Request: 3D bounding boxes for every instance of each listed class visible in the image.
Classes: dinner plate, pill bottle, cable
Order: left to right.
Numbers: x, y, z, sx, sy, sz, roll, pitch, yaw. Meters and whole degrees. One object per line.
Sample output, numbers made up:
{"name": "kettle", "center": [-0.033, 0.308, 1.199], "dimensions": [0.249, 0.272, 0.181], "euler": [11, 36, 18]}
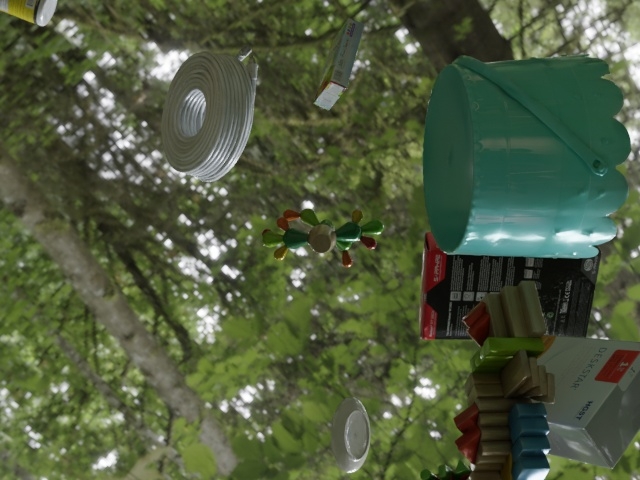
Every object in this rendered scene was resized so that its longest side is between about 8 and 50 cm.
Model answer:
{"name": "pill bottle", "center": [-0.464, -0.375, 1.357], "dimensions": [0.065, 0.116, 0.065], "euler": [-159, -90, -84]}
{"name": "cable", "center": [-0.230, -0.251, 1.808], "dimensions": [0.257, 0.089, 0.257], "euler": [-17, -110, 48]}
{"name": "dinner plate", "center": [0.063, 0.367, 1.695], "dimensions": [0.017, 0.141, 0.141], "euler": [-7, -135, 34]}

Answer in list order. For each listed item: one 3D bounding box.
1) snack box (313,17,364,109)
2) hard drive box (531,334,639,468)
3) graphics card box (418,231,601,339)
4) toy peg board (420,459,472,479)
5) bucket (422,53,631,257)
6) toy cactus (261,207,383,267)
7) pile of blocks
{"name": "snack box", "center": [0.034, -0.324, 1.654], "dimensions": [0.100, 0.037, 0.141], "euler": [142, -34, -65]}
{"name": "hard drive box", "center": [0.391, 0.241, 1.393], "dimensions": [0.181, 0.089, 0.232], "euler": [-45, -160, -25]}
{"name": "graphics card box", "center": [0.403, 0.102, 1.951], "dimensions": [0.371, 0.232, 0.094], "euler": [0, -153, 1]}
{"name": "toy peg board", "center": [0.245, 0.451, 1.532], "dimensions": [0.161, 0.079, 0.160], "euler": [-22, -135, 25]}
{"name": "bucket", "center": [0.246, -0.104, 1.135], "dimensions": [0.183, 0.281, 0.281], "euler": [-1, -145, -8]}
{"name": "toy cactus", "center": [0.000, 0.000, 1.569], "dimensions": [0.219, 0.112, 0.180], "euler": [5, -171, 2]}
{"name": "pile of blocks", "center": [0.254, 0.240, 1.284], "dimensions": [0.149, 0.113, 0.362], "euler": [146, -56, -77]}
